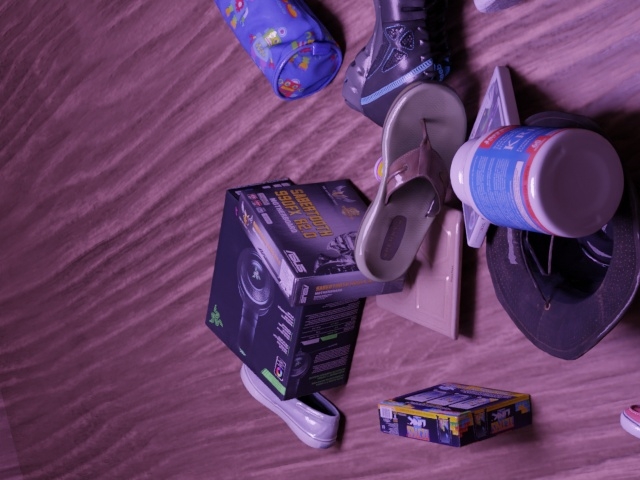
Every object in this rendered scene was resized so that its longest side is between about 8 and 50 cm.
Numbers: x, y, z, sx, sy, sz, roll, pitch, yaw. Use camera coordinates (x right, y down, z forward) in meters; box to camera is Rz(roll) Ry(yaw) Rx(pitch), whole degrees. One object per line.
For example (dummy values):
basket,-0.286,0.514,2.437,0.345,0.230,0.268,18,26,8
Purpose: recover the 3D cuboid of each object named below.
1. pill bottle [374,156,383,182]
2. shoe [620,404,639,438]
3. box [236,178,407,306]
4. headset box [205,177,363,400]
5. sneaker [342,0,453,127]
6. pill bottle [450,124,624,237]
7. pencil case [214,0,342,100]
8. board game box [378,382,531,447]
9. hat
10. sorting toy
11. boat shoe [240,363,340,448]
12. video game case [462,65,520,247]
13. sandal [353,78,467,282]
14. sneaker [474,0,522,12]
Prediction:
pill bottle,0.120,-0.097,2.166,0.083,0.043,0.043,22,117,49
shoe,0.446,0.209,1.797,0.178,0.063,0.081,15,110,45
box,0.000,0.000,2.200,0.231,0.183,0.056,-123,34,-46
headset box,-0.058,0.085,2.383,0.246,0.131,0.283,41,131,41
sneaker,0.138,-0.295,2.044,0.139,0.125,0.341,41,139,28
pill bottle,0.243,-0.073,1.727,0.221,0.124,0.124,-168,70,-65
pencil case,-0.084,-0.364,2.306,0.306,0.119,0.133,58,137,26
board game box,0.188,0.245,2.084,0.170,0.141,0.048,3,100,53
hat,0.339,-0.005,1.822,0.331,0.134,0.331,-177,90,-66
sorting toy,0.149,0.028,2.174,0.208,0.038,0.193,25,119,53
boat shoe,-0.045,0.252,2.468,0.227,0.079,0.081,40,120,35
video game case,0.222,-0.113,1.956,0.190,0.022,0.173,-90,15,-54
sandal,0.134,-0.074,2.046,0.086,0.120,0.303,-125,46,-65
sneaker,0.251,-0.413,1.851,0.268,0.101,0.153,-45,66,52
